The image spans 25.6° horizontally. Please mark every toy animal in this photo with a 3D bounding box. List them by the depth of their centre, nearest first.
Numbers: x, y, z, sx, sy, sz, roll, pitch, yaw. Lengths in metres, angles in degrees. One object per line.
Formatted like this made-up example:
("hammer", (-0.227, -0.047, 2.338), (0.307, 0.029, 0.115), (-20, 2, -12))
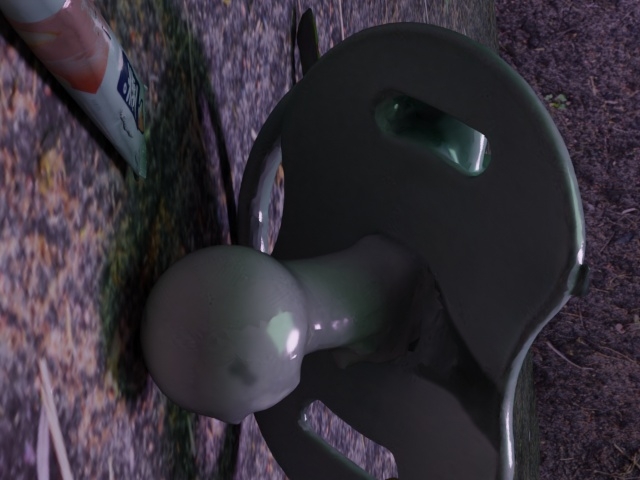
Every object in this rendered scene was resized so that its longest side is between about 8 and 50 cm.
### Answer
("toy animal", (-0.003, -0.091, 1.162), (0.075, 0.041, 0.217), (-4, 79, -60))

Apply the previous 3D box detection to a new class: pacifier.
("pacifier", (-0.001, 0.033, 0.858), (0.269, 0.288, 0.343), (-7, 118, -45))

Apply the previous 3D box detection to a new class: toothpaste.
("toothpaste", (-0.114, -0.089, 0.692), (0.205, 0.036, 0.056), (63, 29, -71))

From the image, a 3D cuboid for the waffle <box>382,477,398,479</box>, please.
("waffle", (0.119, 0.424, 1.236), (0.304, 0.077, 0.348), (58, 17, -34))
